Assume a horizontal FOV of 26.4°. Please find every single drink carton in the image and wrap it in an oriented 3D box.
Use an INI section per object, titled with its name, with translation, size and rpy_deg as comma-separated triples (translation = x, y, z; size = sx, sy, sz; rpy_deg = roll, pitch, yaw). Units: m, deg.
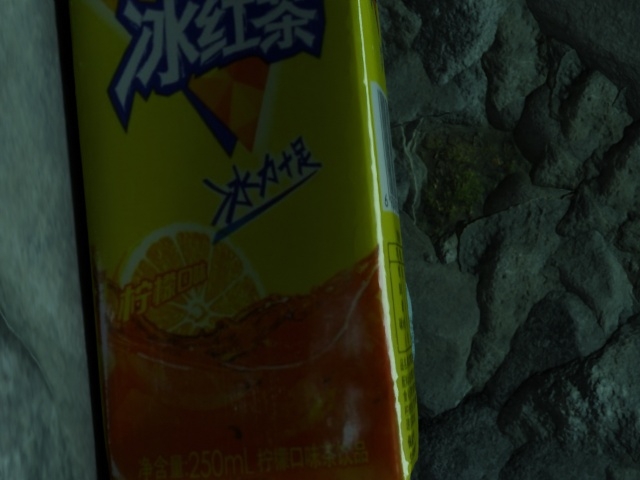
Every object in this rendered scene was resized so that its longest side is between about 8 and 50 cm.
[drink carton]
translation = -0.041, -0.047, 0.706
size = 0.111, 0.154, 0.351
rpy_deg = 15, 69, -84

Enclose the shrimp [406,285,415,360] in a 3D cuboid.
[shrimp]
translation = 0.032, 0.022, 1.198
size = 0.090, 0.079, 0.233
rpy_deg = -31, -113, 53
